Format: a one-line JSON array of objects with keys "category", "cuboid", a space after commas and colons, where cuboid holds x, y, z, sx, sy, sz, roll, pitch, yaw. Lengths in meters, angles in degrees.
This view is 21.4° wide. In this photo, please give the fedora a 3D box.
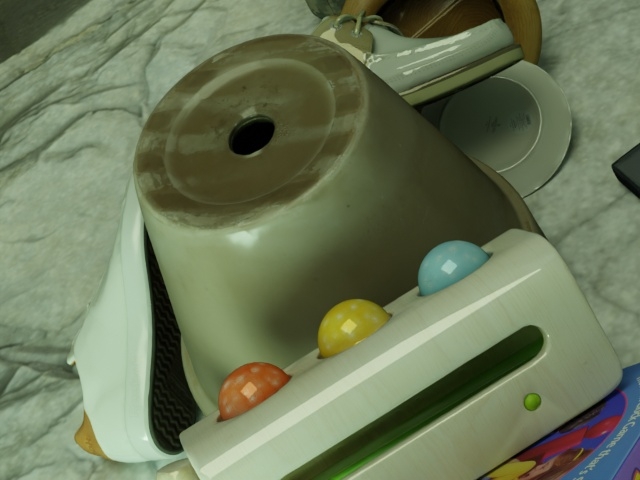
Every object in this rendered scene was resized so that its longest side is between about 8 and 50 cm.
[{"category": "fedora", "cuboid": [0.110, -0.184, 1.574, 0.194, 0.194, 0.079, -28, -1, 8]}]

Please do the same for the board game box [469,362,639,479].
[{"category": "board game box", "cuboid": [0.106, 0.203, 1.041, 0.233, 0.078, 0.347, -25, 9, 36]}]

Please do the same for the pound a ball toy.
[{"category": "pound a ball toy", "cuboid": [0.019, 0.110, 1.167, 0.319, 0.135, 0.208, -31, 8, -5]}]

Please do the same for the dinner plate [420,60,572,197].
[{"category": "dinner plate", "cuboid": [0.152, -0.100, 1.497, 0.141, 0.017, 0.141, -5, 72, 16]}]

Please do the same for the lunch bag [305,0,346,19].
[{"category": "lunch bag", "cuboid": [0.076, -0.403, 1.696, 0.305, 0.256, 0.212, -14, 45, 21]}]

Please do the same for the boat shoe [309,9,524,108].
[{"category": "boat shoe", "cuboid": [0.026, -0.150, 1.487, 0.302, 0.103, 0.113, -17, 1, 23]}]

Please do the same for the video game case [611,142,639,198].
[{"category": "video game case", "cuboid": [0.383, -0.047, 1.332, 0.196, 0.026, 0.274, -37, 40, -3]}]

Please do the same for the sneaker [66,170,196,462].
[{"category": "sneaker", "cuboid": [-0.174, 0.052, 1.499, 0.123, 0.106, 0.290, -10, 65, 34]}]

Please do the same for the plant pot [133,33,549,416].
[{"category": "plant pot", "cuboid": [0.000, 0.000, 1.323, 0.323, 0.280, 0.323, -13, 51, 17]}]
